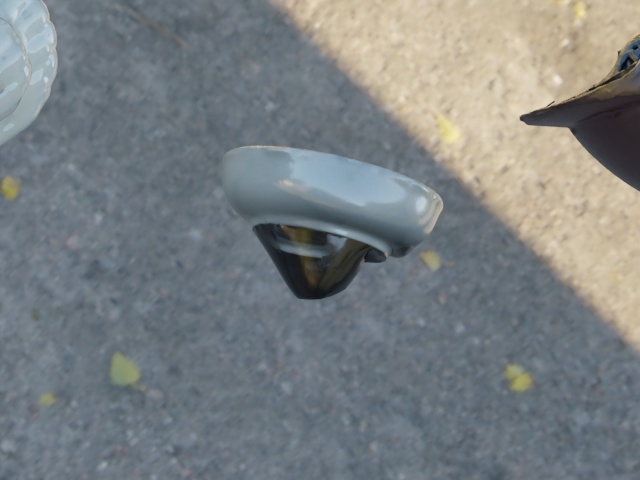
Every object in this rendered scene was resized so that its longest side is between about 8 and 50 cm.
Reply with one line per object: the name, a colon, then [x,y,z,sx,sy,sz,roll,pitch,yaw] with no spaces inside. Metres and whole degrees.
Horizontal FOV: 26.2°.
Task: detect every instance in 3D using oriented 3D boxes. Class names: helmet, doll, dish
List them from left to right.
doll: [-0.247,-0.137,0.869,0.119,0.293,0.138,-32,123,-12]
dish: [0.000,0.000,0.845,0.141,0.141,0.078,17,79,-29]
helmet: [0.130,-0.044,0.411,0.070,0.123,0.098,54,7,0]
